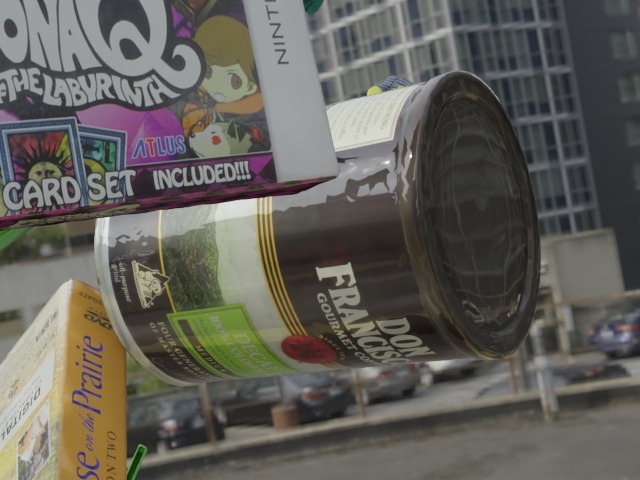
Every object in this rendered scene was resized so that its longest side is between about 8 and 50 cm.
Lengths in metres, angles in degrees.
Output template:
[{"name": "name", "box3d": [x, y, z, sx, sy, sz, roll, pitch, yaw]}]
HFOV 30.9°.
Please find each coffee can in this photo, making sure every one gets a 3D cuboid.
[{"name": "coffee can", "box3d": [0.000, 0.000, 0.870, 0.275, 0.201, 0.201, -9, 0, 32]}]

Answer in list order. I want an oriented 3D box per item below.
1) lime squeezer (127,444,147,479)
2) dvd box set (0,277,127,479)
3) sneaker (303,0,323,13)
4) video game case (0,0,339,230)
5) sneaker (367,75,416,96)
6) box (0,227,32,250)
[{"name": "lime squeezer", "box3d": [-0.329, 0.459, 1.711, 0.059, 0.310, 0.110, 33, -31, -8]}, {"name": "dvd box set", "box3d": [-0.235, 0.265, 0.803, 0.062, 0.420, 0.307, 27, -63, -26]}, {"name": "sneaker", "box3d": [-0.027, -0.186, 0.660, 0.275, 0.110, 0.107, -55, 11, -9]}, {"name": "video game case", "box3d": [-0.113, -0.109, 0.428, 0.232, 0.210, 0.042, -8, -5, -36]}, {"name": "sneaker", "box3d": [0.083, -0.149, 1.323, 0.053, 0.059, 0.144, 31, 28, 19]}, {"name": "box", "box3d": [-0.365, -0.120, 1.205, 0.262, 0.231, 0.127, -39, -5, -12]}]
